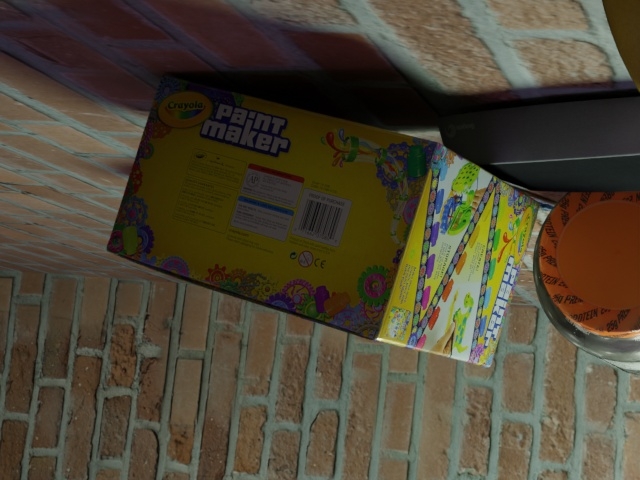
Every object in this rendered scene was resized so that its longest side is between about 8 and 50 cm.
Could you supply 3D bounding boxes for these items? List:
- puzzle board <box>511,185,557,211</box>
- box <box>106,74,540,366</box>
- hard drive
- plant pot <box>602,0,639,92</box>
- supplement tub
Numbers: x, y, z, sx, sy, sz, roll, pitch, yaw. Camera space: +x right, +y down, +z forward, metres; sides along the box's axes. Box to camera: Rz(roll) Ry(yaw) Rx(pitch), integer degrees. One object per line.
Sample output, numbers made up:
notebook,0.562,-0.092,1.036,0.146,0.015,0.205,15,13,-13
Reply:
puzzle board,0.224,-0.050,1.759,0.096,0.011,0.128,-1,169,41
box,0.011,-0.012,1.356,0.290,0.177,0.279,17,178,28
hard drive,0.250,-0.084,1.308,0.255,0.054,0.172,-1,170,43
plant pot,0.222,-0.130,0.830,0.134,0.095,0.134,7,173,1
supplement tub,0.353,0.039,1.584,0.207,0.207,0.338,3,171,20
